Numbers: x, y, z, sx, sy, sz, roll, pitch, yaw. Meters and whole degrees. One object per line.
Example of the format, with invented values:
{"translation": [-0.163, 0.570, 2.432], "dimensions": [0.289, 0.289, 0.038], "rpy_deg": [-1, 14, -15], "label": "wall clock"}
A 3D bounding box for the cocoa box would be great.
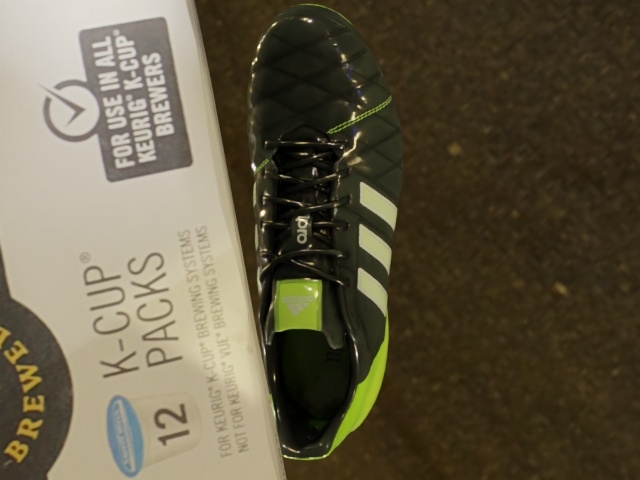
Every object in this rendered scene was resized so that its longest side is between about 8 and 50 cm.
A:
{"translation": [-0.174, -0.074, 0.444], "dimensions": [0.231, 0.228, 0.347], "rpy_deg": [-167, 66, -71], "label": "cocoa box"}

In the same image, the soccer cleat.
{"translation": [0.000, 0.000, 0.604], "dimensions": [0.060, 0.072, 0.179], "rpy_deg": [1, 111, 13], "label": "soccer cleat"}
